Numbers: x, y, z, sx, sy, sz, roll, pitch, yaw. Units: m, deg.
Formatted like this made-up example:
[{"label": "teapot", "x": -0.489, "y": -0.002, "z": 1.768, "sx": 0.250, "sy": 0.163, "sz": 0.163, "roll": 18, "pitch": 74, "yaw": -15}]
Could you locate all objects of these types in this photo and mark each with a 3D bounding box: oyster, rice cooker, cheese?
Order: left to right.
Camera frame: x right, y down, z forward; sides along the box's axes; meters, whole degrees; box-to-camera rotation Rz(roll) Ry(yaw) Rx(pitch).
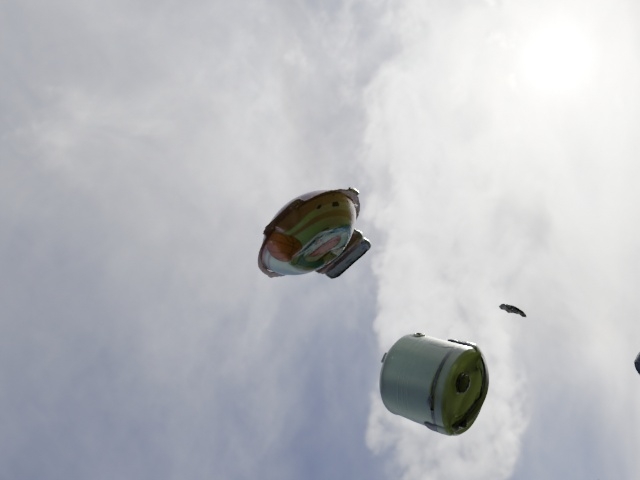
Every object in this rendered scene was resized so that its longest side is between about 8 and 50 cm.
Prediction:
[{"label": "cheese", "x": 0.000, "y": 0.000, "z": 1.028, "sx": 0.189, "sy": 0.074, "sz": 0.286, "roll": -40, "pitch": -27, "yaw": 7}, {"label": "rice cooker", "x": 0.280, "y": 0.340, "z": 1.595, "sx": 0.226, "sy": 0.244, "sz": 0.225, "roll": -8, "pitch": -79, "yaw": -47}, {"label": "oyster", "x": 0.561, "y": 0.206, "z": 1.940, "sx": 0.083, "sy": 0.054, "sz": 0.019, "roll": 21, "pitch": -105, "yaw": -6}]

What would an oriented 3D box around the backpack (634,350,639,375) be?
[{"label": "backpack", "x": 0.660, "y": 0.251, "z": 1.209, "sx": 0.120, "sy": 0.165, "sz": 0.105, "roll": -39, "pitch": -50, "yaw": -1}]
